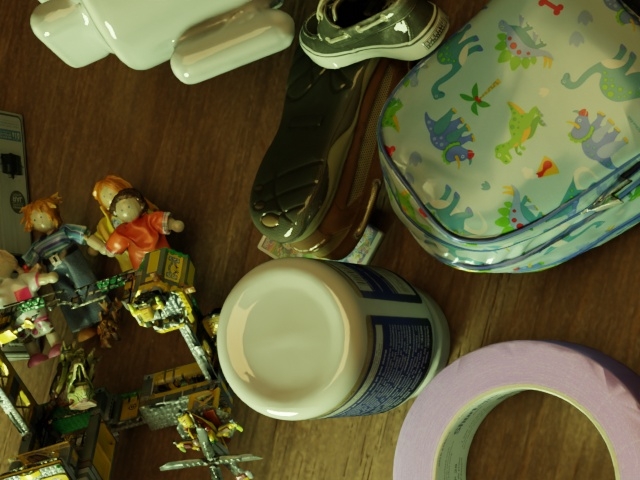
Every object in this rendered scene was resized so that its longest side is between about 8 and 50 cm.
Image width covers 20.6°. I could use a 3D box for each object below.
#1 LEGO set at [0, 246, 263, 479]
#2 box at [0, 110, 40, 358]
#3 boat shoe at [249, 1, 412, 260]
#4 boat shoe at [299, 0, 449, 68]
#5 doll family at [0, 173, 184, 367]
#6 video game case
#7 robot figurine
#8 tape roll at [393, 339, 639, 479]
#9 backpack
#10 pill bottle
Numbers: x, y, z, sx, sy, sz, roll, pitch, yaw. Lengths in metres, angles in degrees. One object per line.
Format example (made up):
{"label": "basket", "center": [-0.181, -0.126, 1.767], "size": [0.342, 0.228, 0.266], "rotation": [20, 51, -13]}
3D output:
{"label": "LEGO set", "center": [-0.236, 0.171, 1.827], "size": [0.331, 0.192, 0.255], "rotation": [-10, 125, 9]}
{"label": "box", "center": [-0.424, 0.002, 2.037], "size": [0.169, 0.087, 0.290], "rotation": [-7, 84, 25]}
{"label": "boat shoe", "center": [0.033, -0.130, 1.819], "size": [0.122, 0.120, 0.324], "rotation": [8, 70, 49]}
{"label": "boat shoe", "center": [0.037, -0.219, 1.710], "size": [0.219, 0.070, 0.078], "rotation": [4, 60, 57]}
{"label": "doll family", "center": [-0.255, 0.019, 1.944], "size": [0.263, 0.118, 0.163], "rotation": [-23, 96, 16]}
{"label": "video game case", "center": [0.000, 0.000, 1.883], "size": [0.122, 0.011, 0.087], "rotation": [32, 100, 23]}
{"label": "robot figurine", "center": [-0.132, -0.304, 1.778], "size": [0.353, 0.200, 0.300], "rotation": [-24, 76, 7]}
{"label": "tape roll", "center": [0.213, 0.235, 1.729], "size": [0.275, 0.090, 0.275], "rotation": [-1, 87, 25]}
{"label": "backpack", "center": [0.222, -0.123, 1.678], "size": [0.355, 0.273, 0.290], "rotation": [-41, 78, 32]}
{"label": "pill bottle", "center": [0.023, 0.097, 1.728], "size": [0.153, 0.264, 0.153], "rotation": [-2, 85, 26]}
